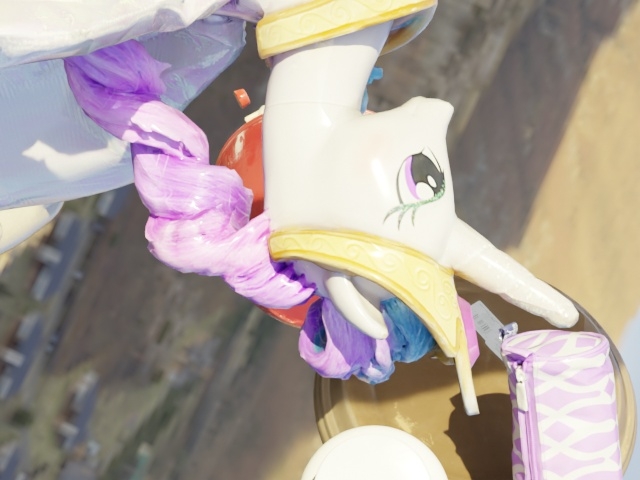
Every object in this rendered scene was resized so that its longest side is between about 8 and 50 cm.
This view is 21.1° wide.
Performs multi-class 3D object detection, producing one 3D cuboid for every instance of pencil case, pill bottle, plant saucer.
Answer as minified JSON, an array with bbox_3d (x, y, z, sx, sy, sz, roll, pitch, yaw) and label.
[{"bbox_3d":[0.181,0.166,1.286,0.088,0.086,0.206,-19,105,-51],"label":"pencil case"},{"bbox_3d":[0.039,0.190,1.211,0.193,0.108,0.108,79,36,-75],"label":"pill bottle"},{"bbox_3d":[0.133,0.127,1.447,0.041,0.278,0.278,96,18,-55],"label":"plant saucer"}]

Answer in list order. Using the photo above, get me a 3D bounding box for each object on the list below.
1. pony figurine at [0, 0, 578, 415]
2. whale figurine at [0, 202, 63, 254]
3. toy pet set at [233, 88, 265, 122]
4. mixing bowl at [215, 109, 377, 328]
[{"bbox_3d":[-0.073,-0.118,0.672,0.303,0.351,0.363,90,1,-84],"label":"pony figurine"},{"bbox_3d":[-0.344,-0.046,1.623,0.272,0.216,0.141,-92,160,-75],"label":"whale figurine"},{"bbox_3d":[-0.004,-0.061,1.337,0.065,0.122,0.114,-28,146,-6],"label":"toy pet set"},{"bbox_3d":[0.000,0.000,1.247,0.098,0.181,0.181,-76,-176,-48],"label":"mixing bowl"}]
